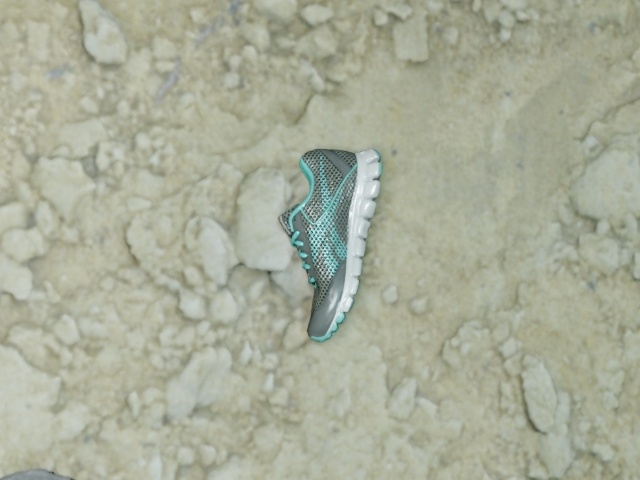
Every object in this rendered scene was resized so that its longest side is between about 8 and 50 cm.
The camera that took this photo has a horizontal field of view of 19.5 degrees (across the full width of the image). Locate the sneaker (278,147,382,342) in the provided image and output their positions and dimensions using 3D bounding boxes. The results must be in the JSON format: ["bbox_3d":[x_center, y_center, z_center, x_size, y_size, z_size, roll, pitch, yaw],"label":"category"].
[{"bbox_3d":[0.000,0.000,1.533,0.076,0.065,0.166,12,79,-4],"label":"sneaker"}]
